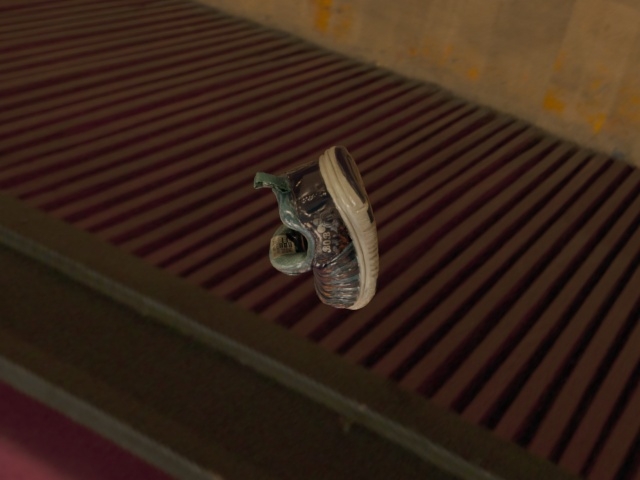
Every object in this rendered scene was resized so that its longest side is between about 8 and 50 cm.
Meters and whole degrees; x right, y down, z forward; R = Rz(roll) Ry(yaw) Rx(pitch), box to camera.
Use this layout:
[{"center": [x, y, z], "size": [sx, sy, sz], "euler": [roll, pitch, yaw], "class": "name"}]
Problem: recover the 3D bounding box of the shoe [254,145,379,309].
[{"center": [0.000, 0.000, 0.758], "size": [0.071, 0.064, 0.143], "euler": [-13, 144, -2], "class": "shoe"}]
